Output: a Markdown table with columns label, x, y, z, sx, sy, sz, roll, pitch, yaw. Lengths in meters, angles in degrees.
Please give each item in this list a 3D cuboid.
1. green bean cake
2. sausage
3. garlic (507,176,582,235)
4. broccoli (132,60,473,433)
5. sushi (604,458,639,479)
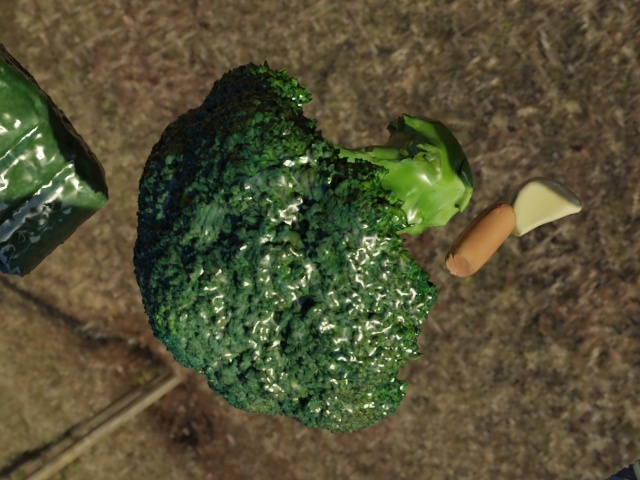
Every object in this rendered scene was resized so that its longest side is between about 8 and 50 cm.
| label | x | y | z | sx | sy | sz | roll | pitch | yaw |
| --- | --- | --- | --- | --- | --- | --- | --- | --- | --- |
| green bean cake | -0.386 | -0.143 | 1.149 | 0.308 | 0.169 | 0.300 | 52 | 172 | -36 |
| sausage | 0.139 | -0.002 | 0.949 | 0.034 | 0.083 | 0.034 | 29 | 145 | 23 |
| garlic | 0.219 | -0.037 | 1.109 | 0.053 | 0.083 | 0.041 | 61 | 162 | 9 |
| broccoli | 0.000 | 0.000 | 0.850 | 0.297 | 0.297 | 0.297 | 43 | 147 | 38 |
| sushi | 0.383 | 0.382 | 1.166 | 0.292 | 0.059 | 0.294 | 60 | 155 | 17 |
